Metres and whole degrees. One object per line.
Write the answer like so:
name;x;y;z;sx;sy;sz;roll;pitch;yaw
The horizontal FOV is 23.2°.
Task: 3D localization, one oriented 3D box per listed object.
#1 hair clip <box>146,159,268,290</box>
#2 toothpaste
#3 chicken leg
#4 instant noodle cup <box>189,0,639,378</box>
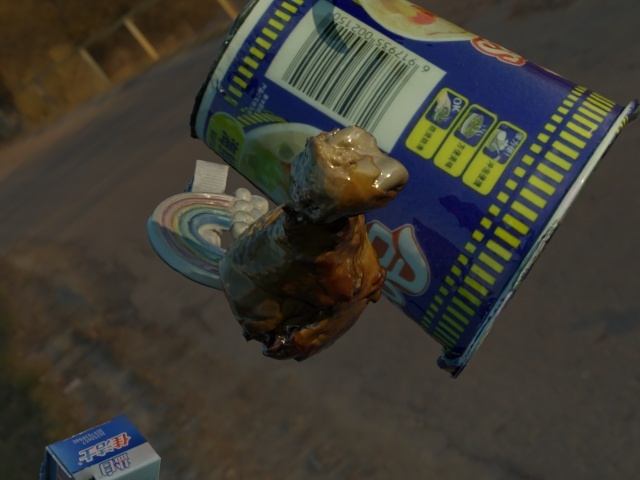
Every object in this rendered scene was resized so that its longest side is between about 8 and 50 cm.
hair clip;-0.125;-0.009;1.733;0.220;0.140;0.054;-93;21;-53
toothpaste;-0.164;0.242;1.120;0.066;0.053;0.272;-23;-41;-33
chicken leg;-0.003;-0.002;0.927;0.107;0.087;0.251;-33;-13;-20
instant noodle cup;0.066;-0.083;1.329;0.284;0.312;0.284;-55;-8;-11
